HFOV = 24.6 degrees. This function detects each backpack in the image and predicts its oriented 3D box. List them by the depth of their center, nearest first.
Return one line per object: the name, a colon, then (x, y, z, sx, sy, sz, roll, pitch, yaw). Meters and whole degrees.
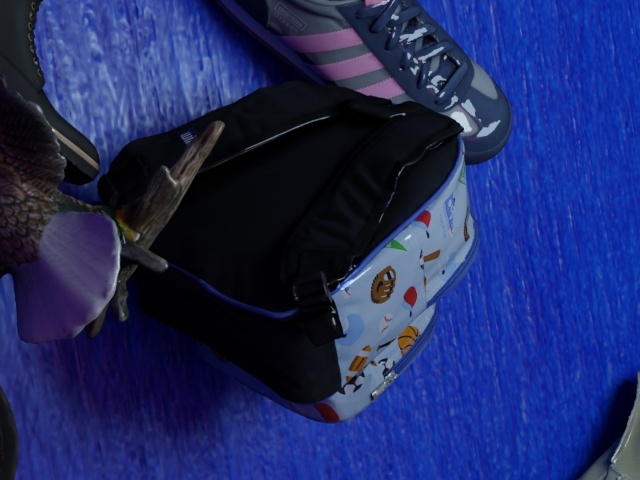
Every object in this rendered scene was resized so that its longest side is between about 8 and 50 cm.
backpack: (0.000, 0.000, 1.200, 0.263, 0.276, 0.213, -43, 140, -24)

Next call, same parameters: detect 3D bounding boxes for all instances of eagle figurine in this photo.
eagle figurine: (-0.257, -0.047, 1.051, 0.298, 0.225, 0.226, 31, 53, -17)

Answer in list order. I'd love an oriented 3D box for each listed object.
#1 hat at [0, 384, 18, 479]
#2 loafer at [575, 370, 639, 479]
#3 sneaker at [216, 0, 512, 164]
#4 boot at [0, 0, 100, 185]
hat: (-0.361, 0.200, 1.020, 0.331, 0.331, 0.134, -42, 150, -26)
loafer: (0.300, 0.238, 1.449, 0.102, 0.092, 0.268, 68, 34, -54)
sneaker: (0.046, -0.182, 1.267, 0.319, 0.131, 0.112, 33, 64, -7)
boot: (-0.233, -0.150, 1.179, 0.198, 0.077, 0.137, 40, 62, -23)
